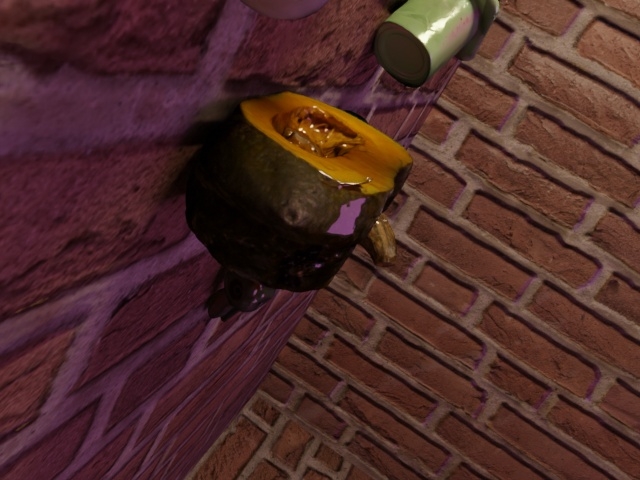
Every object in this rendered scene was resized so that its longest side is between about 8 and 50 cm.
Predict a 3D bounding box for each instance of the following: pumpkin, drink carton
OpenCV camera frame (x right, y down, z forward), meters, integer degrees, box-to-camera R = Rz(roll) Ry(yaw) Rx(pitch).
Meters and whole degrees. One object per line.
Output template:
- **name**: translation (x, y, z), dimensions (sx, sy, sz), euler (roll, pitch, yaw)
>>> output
- **pumpkin**: translation (0.004, -0.056, 0.634), dimensions (0.139, 0.222, 0.317), euler (-60, 173, 21)
- **drink carton**: translation (0.168, -0.332, 0.900), dimensions (0.142, 0.144, 0.146), euler (-44, 168, -19)

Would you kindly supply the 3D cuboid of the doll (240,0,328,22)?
- **doll**: translation (0.001, -0.213, 0.371), dimensions (0.135, 0.099, 0.241), euler (-47, -171, 41)

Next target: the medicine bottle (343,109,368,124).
- **medicine bottle**: translation (-0.004, -0.088, 1.016), dimensions (0.309, 0.076, 0.111), euler (-60, 178, 28)

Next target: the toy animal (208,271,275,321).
- **toy animal**: translation (-0.090, 0.055, 0.909), dimensions (0.236, 0.138, 0.108), euler (-62, -154, 11)
